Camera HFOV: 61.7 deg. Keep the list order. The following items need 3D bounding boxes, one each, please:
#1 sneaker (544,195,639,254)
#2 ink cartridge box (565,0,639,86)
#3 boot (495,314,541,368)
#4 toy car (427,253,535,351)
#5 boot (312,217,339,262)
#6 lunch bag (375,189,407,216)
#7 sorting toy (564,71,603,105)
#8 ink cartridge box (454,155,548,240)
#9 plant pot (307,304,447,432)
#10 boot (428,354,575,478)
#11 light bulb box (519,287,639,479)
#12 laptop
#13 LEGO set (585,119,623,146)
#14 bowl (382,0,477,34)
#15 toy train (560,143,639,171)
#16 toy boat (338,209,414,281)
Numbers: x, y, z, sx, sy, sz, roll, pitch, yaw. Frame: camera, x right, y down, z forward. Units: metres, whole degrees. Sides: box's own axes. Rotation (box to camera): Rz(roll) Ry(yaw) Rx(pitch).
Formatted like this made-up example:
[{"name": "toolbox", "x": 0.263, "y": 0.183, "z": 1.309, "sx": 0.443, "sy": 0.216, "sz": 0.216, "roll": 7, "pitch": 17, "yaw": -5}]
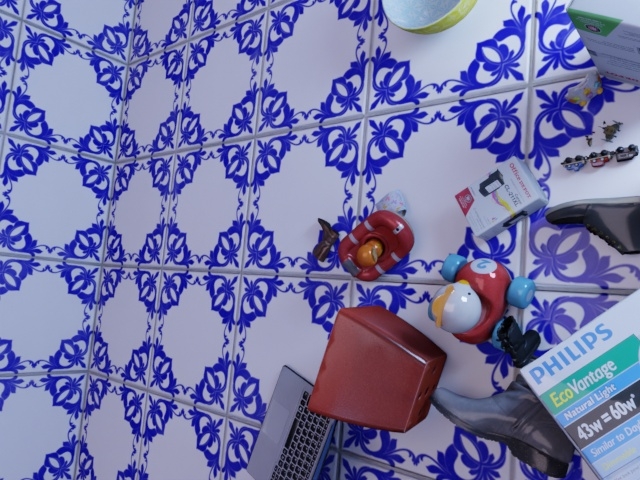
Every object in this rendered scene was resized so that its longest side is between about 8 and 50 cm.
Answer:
[{"name": "sneaker", "x": 0.596, "y": -0.026, "z": 1.146, "sx": 0.221, "sy": 0.083, "sz": 0.118, "roll": -5, "pitch": 79, "yaw": 39}, {"name": "ink cartridge box", "x": 0.639, "y": -0.408, "z": 1.045, "sx": 0.211, "sy": 0.289, "sz": 0.122, "roll": 36, "pitch": 103, "yaw": 38}, {"name": "boot", "x": 0.437, "y": 0.210, "z": 1.183, "sx": 0.045, "sy": 0.121, "sz": 0.099, "roll": -15, "pitch": 113, "yaw": 50}, {"name": "toy car", "x": 0.333, "y": 0.136, "z": 1.237, "sx": 0.219, "sy": 0.237, "sz": 0.211, "roll": 21, "pitch": 96, "yaw": 40}, {"name": "boot", "x": 0.000, "y": 0.000, "z": 1.681, "sx": 0.106, "sy": 0.037, "sz": 0.114, "roll": 47, "pitch": 117, "yaw": 38}, {"name": "lunch bag", "x": 0.205, "y": -0.093, "z": 1.510, "sx": 0.083, "sy": 0.053, "sz": 0.071, "roll": -44, "pitch": 55, "yaw": 38}, {"name": "sorting toy", "x": 0.593, "y": -0.346, "z": 1.210, "sx": 0.083, "sy": 0.075, "sz": 0.045, "roll": -40, "pitch": 59, "yaw": 28}, {"name": "ink cartridge box", "x": 0.437, "y": -0.101, "z": 1.301, "sx": 0.175, "sy": 0.072, "sz": 0.128, "roll": -37, "pitch": 60, "yaw": 30}, {"name": "plant pot", "x": 0.163, "y": 0.332, "z": 1.348, "sx": 0.235, "sy": 0.267, "sz": 0.268, "roll": 19, "pitch": 95, "yaw": 29}, {"name": "boot", "x": 0.432, "y": 0.353, "z": 1.217, "sx": 0.338, "sy": 0.118, "sz": 0.223, "roll": 21, "pitch": 89, "yaw": 34}, {"name": "light bulb box", "x": 0.613, "y": 0.288, "z": 0.931, "sx": 0.357, "sy": 0.225, "sz": 0.361, "roll": -39, "pitch": 59, "yaw": 9}, {"name": "laptop", "x": -0.107, "y": 0.624, "z": 1.524, "sx": 0.407, "sy": 0.236, "sz": 0.383, "roll": 25, "pitch": 98, "yaw": 40}, {"name": "LEGO set", "x": 0.636, "y": -0.239, "z": 1.195, "sx": 0.083, "sy": 0.023, "sz": 0.054, "roll": -6, "pitch": 76, "yaw": 53}, {"name": "bowl", "x": 0.326, "y": -0.677, "z": 1.444, "sx": 0.289, "sy": 0.156, "sz": 0.290, "roll": -8, "pitch": 78, "yaw": 39}, {"name": "toy train", "x": 0.619, "y": -0.181, "z": 1.193, "sx": 0.158, "sy": 0.027, "sz": 0.036, "roll": -9, "pitch": 87, "yaw": 38}, {"name": "toy boat", "x": 0.143, "y": 0.024, "z": 1.453, "sx": 0.151, "sy": 0.151, "sz": 0.231, "roll": 48, "pitch": 118, "yaw": 0}]
